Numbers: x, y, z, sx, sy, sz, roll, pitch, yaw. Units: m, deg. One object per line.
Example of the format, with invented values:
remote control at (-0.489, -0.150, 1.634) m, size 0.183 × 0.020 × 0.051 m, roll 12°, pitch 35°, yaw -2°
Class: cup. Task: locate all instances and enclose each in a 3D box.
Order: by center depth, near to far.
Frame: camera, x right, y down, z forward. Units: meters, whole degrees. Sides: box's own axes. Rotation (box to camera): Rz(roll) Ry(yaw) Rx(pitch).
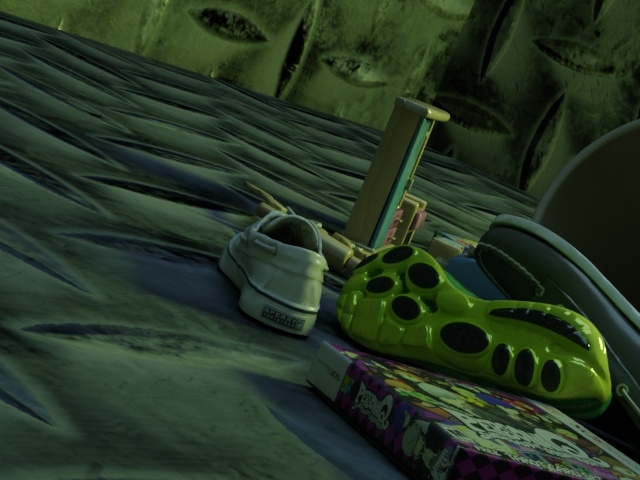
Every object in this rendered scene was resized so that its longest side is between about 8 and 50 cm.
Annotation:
cup at (0.390, 0.067, 1.720) m, size 0.331 × 0.331 × 0.237 m, roll 26°, pitch -16°, yaw 28°

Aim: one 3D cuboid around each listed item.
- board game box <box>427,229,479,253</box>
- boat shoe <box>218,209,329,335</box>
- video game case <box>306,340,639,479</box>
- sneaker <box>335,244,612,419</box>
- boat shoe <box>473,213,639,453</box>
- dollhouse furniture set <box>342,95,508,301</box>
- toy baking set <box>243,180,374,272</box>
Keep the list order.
board game box at (0.266, 0.044, 2.363) m, size 0.201 × 0.035 × 0.136 m, roll 16°, pitch 10°, yaw -36°
boat shoe at (-0.032, 0.016, 1.543) m, size 0.095 × 0.084 × 0.258 m, roll 20°, pitch 8°, yaw -15°
video game case at (0.133, 0.151, 1.246) m, size 0.232 × 0.042 × 0.210 m, roll 18°, pitch 8°, yaw -29°
sneaker at (0.130, 0.095, 1.500) m, size 0.295 × 0.109 × 0.123 m, roll 23°, pitch -22°, yaw 41°
boat shoe at (0.242, 0.090, 1.550) m, size 0.305 × 0.091 × 0.109 m, roll 43°, pitch -16°, yaw 30°
dollhouse furniture set at (0.217, -0.031, 2.140) m, size 0.303 × 0.198 × 0.286 m, roll 24°, pitch 8°, yaw 11°
toy baking set at (0.000, 0.000, 1.961) m, size 0.256 × 0.030 × 0.197 m, roll 30°, pitch 3°, yaw 11°
